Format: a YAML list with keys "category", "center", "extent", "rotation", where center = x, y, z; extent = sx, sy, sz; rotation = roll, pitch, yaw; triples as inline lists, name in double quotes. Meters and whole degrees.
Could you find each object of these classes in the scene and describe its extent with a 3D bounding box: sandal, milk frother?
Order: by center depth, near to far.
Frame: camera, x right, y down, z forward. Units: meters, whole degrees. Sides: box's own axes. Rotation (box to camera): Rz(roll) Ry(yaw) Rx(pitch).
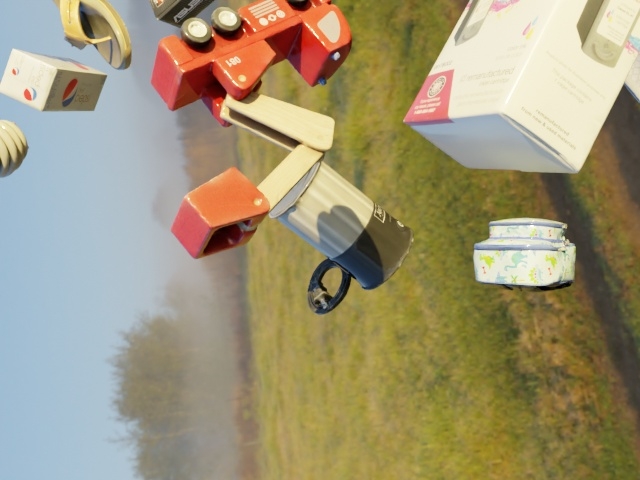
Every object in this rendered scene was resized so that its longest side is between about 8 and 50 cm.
- category: "milk frother"
  center: [0.000, 0.000, 0.856]
  extent: [0.134, 0.143, 0.129]
  rotation: [38, -176, -17]
- category: "sandal"
  center: [-0.269, -0.245, 0.866]
  extent: [0.180, 0.049, 0.072]
  rotation: [45, 149, 15]

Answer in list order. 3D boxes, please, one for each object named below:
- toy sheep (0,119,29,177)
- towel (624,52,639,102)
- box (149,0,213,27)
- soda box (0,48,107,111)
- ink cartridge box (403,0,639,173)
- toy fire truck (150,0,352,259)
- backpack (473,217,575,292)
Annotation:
- category: "toy sheep"
  center: [-0.450, -0.122, 1.074]
  extent: [0.132, 0.091, 0.091]
  rotation: [-57, -32, -55]
- category: "towel"
  center: [0.650, -0.465, 1.564]
  extent: [0.332, 0.053, 0.317]
  rotation: [52, 150, 6]
- category: "box"
  center: [-0.208, -0.505, 1.229]
  extent: [0.060, 0.216, 0.270]
  rotation: [2, -119, -58]
- category: "soda box"
  center: [-0.408, -0.245, 1.227]
  extent: [0.216, 0.073, 0.069]
  rotation: [-66, 0, -80]
- category: "ink cartridge box"
  center: [0.259, -0.241, 0.933]
  extent: [0.306, 0.131, 0.226]
  rotation: [-63, 21, -6]
- category: "toy fire truck"
  center: [-0.037, -0.086, 0.517]
  extent: [0.135, 0.192, 0.047]
  rotation: [52, 148, 9]
- category: "backpack"
  center: [0.230, 0.016, 0.908]
  extent: [0.114, 0.104, 0.084]
  rotation: [-5, -86, -56]
